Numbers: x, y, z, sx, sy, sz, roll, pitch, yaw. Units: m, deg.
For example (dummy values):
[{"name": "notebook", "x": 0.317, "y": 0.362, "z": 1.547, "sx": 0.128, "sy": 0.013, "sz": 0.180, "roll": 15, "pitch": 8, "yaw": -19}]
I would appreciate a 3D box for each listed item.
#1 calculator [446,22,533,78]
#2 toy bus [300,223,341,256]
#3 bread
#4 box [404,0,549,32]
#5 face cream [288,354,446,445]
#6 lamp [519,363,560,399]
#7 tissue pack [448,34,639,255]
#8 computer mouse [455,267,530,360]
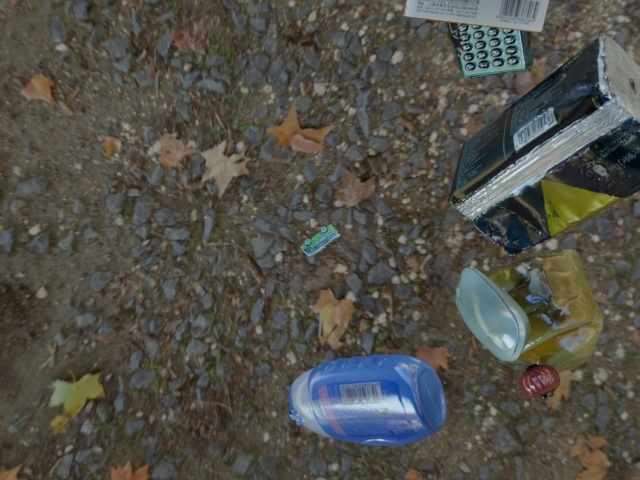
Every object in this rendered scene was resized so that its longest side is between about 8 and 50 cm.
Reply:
[{"name": "calculator", "x": 0.481, "y": -0.605, "z": 1.604, "sx": 0.058, "sy": 0.248, "sz": 0.274, "roll": -30, "pitch": 115, "yaw": -30}, {"name": "toy bus", "x": 0.000, "y": 0.000, "z": 1.164, "sx": 0.083, "sy": 0.031, "sz": 0.037, "roll": -37, "pitch": 81, "yaw": 8}, {"name": "bread", "x": 0.633, "y": 0.202, "z": 1.589, "sx": 0.300, "sy": 0.210, "sz": 0.341, "roll": -16, "pitch": 53, "yaw": 21}, {"name": "box", "x": 0.309, "y": -0.524, "z": 1.057, "sx": 0.273, "sy": 0.091, "sz": 0.221, "roll": 13, "pitch": 116, "yaw": 11}, {"name": "face cream", "x": 0.058, "y": 0.251, "z": 0.861, "sx": 0.083, "sy": 0.263, "sz": 0.149, "roll": -34, "pitch": 105, "yaw": -52}, {"name": "lamp", "x": 0.587, "y": 0.378, "z": 1.489, "sx": 0.107, "sy": 0.107, "sz": 0.092, "roll": -16, "pitch": 57, "yaw": -11}, {"name": "tissue pack", "x": 0.512, "y": -0.189, "z": 1.219, "sx": 0.253, "sy": 0.416, "sz": 0.264, "roll": 37, "pitch": 46, "yaw": -15}, {"name": "computer mouse", "x": 0.435, "y": 0.197, "z": 1.476, "sx": 0.097, "sy": 0.288, "sz": 0.160, "roll": -11, "pitch": 125, "yaw": -24}]
